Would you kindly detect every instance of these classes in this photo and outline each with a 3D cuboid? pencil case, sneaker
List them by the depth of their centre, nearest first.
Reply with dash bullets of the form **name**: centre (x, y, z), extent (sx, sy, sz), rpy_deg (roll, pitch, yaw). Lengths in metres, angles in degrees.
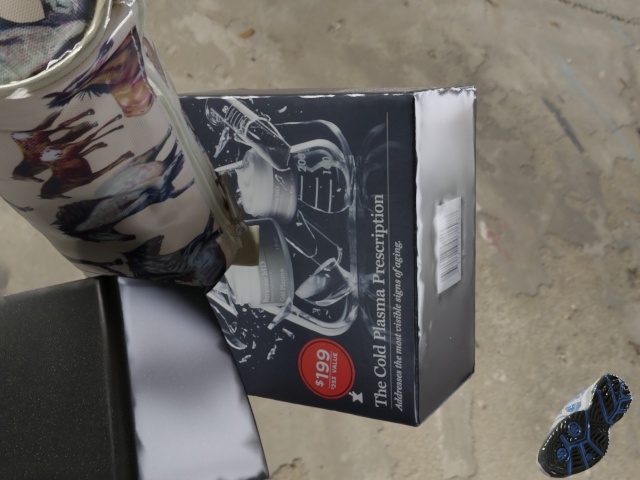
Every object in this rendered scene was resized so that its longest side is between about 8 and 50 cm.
- **pencil case**: centre (-0.169, -0.082, 0.680), extent (0.184, 0.410, 0.159), rpy_deg (-8, 66, 2)
- **sneaker**: centre (0.389, 0.287, 1.301), extent (0.211, 0.081, 0.080), rpy_deg (-33, 77, -34)

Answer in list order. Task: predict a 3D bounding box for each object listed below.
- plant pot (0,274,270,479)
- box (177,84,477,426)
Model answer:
- **plant pot**: centre (-0.170, 0.121, 0.682), extent (0.187, 0.188, 0.166), rpy_deg (15, 67, -63)
- **box**: centre (0.000, 0.000, 0.983), extent (0.179, 0.313, 0.343), rpy_deg (-22, 112, -58)
